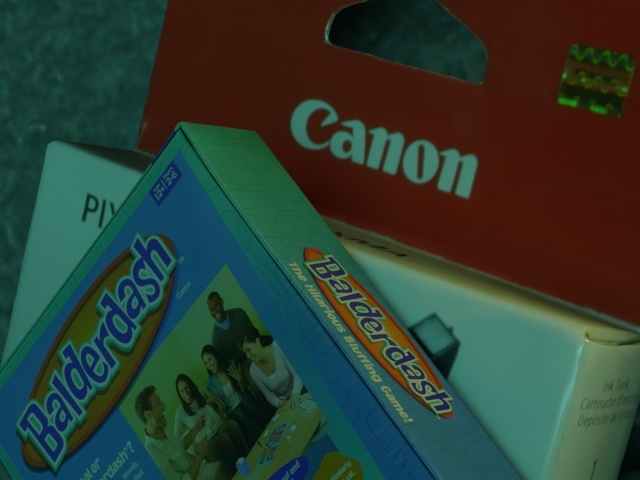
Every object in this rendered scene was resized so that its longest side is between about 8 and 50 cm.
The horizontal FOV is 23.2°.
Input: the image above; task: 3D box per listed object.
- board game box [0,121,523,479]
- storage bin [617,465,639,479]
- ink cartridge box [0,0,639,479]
[{"bbox_3d":[-0.026,0.087,0.557,0.160,0.047,0.210,-50,62,26],"label":"board game box"},{"bbox_3d":[0.121,0.147,0.598,0.091,0.098,0.135,-17,80,27],"label":"storage bin"},{"bbox_3d":[0.000,0.000,0.608,0.275,0.060,0.239,20,101,37],"label":"ink cartridge box"}]
